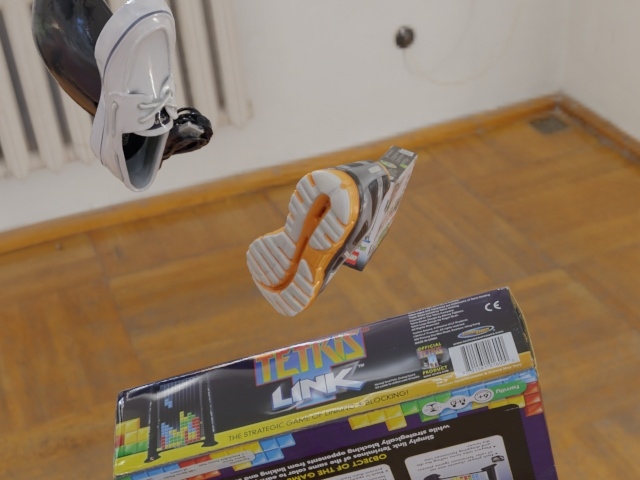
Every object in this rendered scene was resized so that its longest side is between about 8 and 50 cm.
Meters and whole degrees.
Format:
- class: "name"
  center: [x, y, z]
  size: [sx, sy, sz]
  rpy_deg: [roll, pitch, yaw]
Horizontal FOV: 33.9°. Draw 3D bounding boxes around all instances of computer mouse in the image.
- class: "computer mouse"
  center: [-0.263, -0.195, 1.263]
  size: [0.188, 0.272, 0.072]
  rpy_deg: [-15, 24, 51]

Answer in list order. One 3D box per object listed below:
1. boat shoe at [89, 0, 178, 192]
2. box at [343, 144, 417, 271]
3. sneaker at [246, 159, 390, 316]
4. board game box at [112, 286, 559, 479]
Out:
- class: "boat shoe"
  center: [-0.190, -0.153, 1.145]
  size: [0.095, 0.258, 0.084]
  rpy_deg: [-28, 68, -28]
- class: "box"
  center: [0.071, -0.044, 1.274]
  size: [0.036, 0.114, 0.207]
  rpy_deg: [22, 17, 6]
- class: "sneaker"
  center: [0.000, 0.000, 0.994]
  size: [0.083, 0.215, 0.084]
  rpy_deg: [-30, 77, -39]
- class: "board game box"
  center: [0.016, 0.102, 0.458]
  size: [0.170, 0.141, 0.048]
  rpy_deg: [-15, 43, 5]
